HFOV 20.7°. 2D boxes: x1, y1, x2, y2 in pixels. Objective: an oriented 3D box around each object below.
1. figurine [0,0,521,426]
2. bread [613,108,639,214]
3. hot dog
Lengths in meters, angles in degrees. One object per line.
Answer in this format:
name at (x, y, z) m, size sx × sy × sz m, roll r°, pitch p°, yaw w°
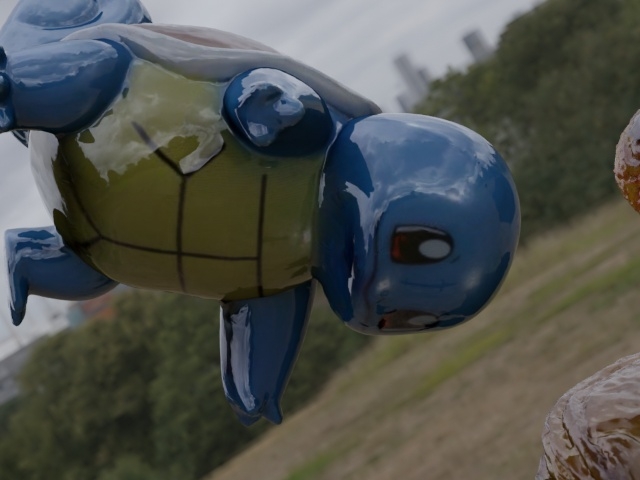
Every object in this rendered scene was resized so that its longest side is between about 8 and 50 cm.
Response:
figurine at (-0.086, -0.036, 1.140) m, size 0.243 × 0.416 × 0.298 m, roll -37°, pitch -35°, yaw -44°
bread at (0.316, -0.090, 1.125) m, size 0.269 × 0.139 × 0.095 m, roll -30°, pitch -42°, yaw 9°
hot dog at (0.262, 0.161, 1.214) m, size 0.272 × 0.196 × 0.122 m, roll -27°, pitch -12°, yaw -45°
